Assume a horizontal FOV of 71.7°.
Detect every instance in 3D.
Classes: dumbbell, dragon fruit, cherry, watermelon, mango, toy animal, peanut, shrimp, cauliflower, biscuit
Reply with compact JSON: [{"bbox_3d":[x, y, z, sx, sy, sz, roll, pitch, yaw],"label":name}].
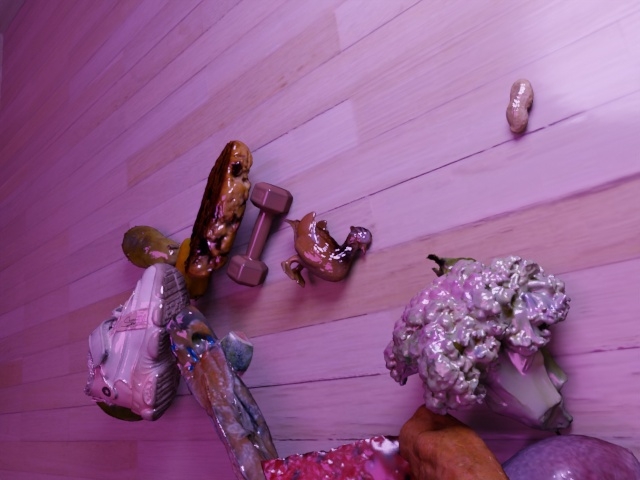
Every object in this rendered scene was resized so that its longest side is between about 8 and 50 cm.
[{"bbox_3d":[-0.135,-0.011,0.979,0.092,0.082,0.231,26,100,40],"label":"dumbbell"},{"bbox_3d":[-0.007,0.459,0.653,0.302,0.240,0.330,118,171,-49],"label":"dragon fruit"},{"bbox_3d":[0.282,0.351,0.513,0.266,0.213,0.183,-48,18,-3],"label":"cherry"},{"bbox_3d":[-0.195,0.254,1.015,0.084,0.072,0.092,-37,101,17],"label":"watermelon"},{"bbox_3d":[-0.334,0.072,1.144,0.101,0.066,0.188,-28,60,31],"label":"mango"},{"bbox_3d":[0.000,0.000,0.876,0.179,0.089,0.188,-38,60,9],"label":"toy animal"},{"bbox_3d":[0.306,-0.208,0.683,0.037,0.037,0.083,13,96,39],"label":"peanut"},{"bbox_3d":[-0.189,0.333,0.875,0.110,0.221,0.446,-33,72,-8],"label":"shrimp"},{"bbox_3d":[0.236,0.155,0.604,0.256,0.239,0.315,-41,75,-2],"label":"cauliflower"},{"bbox_3d":[-0.230,-0.069,1.025,0.289,0.081,0.334,16,89,66],"label":"biscuit"}]

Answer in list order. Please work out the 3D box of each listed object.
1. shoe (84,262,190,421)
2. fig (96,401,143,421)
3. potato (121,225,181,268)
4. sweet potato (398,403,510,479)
[{"bbox_3d":[-0.425,0.222,1.007,0.198,0.172,0.351,6,84,3],"label":"shoe"},{"bbox_3d":[-0.487,0.381,1.184,0.235,0.203,0.203,115,143,-66],"label":"fig"},{"bbox_3d":[-0.476,0.024,1.246,0.225,0.090,0.117,16,88,32],"label":"potato"},{"bbox_3d":[0.156,0.266,0.522,0.097,0.251,0.097,0,86,-5],"label":"sweet potato"}]
